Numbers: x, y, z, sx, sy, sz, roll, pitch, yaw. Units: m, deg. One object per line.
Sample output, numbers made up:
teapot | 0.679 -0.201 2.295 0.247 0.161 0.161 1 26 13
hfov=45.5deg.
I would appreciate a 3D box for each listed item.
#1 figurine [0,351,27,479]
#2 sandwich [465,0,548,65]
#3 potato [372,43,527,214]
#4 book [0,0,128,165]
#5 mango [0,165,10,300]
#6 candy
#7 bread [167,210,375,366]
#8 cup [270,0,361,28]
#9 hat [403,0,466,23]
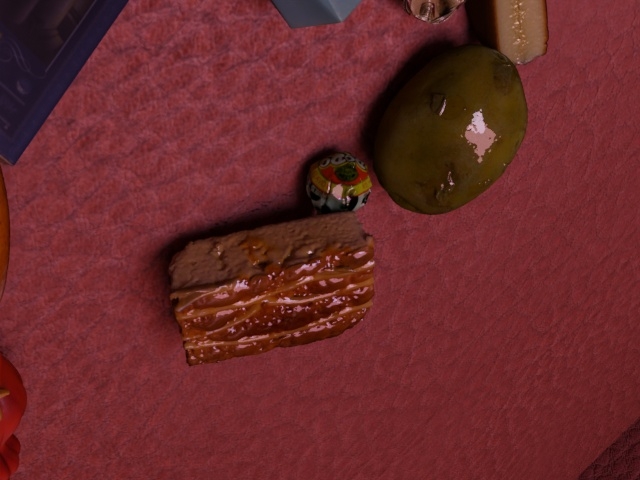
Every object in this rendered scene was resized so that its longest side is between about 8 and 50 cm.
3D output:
figurine | -0.472 0.247 0.934 0.257 0.181 0.208 -33 98 -12
sandwich | 0.244 -0.343 1.022 0.090 0.088 0.244 -28 141 -2
potato | 0.178 -0.147 1.060 0.148 0.186 0.253 -28 145 -61
book | -0.274 -0.229 0.688 0.269 0.025 0.191 -62 142 -19
mango | -0.413 -0.047 0.726 0.199 0.201 0.350 -51 149 -57
candy | 0.000 0.000 1.142 0.091 0.083 0.305 12 129 -8
bread | -0.066 0.069 1.059 0.274 0.114 0.185 -13 142 -11
cup | -0.044 -0.348 0.777 0.134 0.148 0.235 -25 139 22
hat | 0.142 -0.325 0.979 0.077 0.059 0.076 16 130 -37
